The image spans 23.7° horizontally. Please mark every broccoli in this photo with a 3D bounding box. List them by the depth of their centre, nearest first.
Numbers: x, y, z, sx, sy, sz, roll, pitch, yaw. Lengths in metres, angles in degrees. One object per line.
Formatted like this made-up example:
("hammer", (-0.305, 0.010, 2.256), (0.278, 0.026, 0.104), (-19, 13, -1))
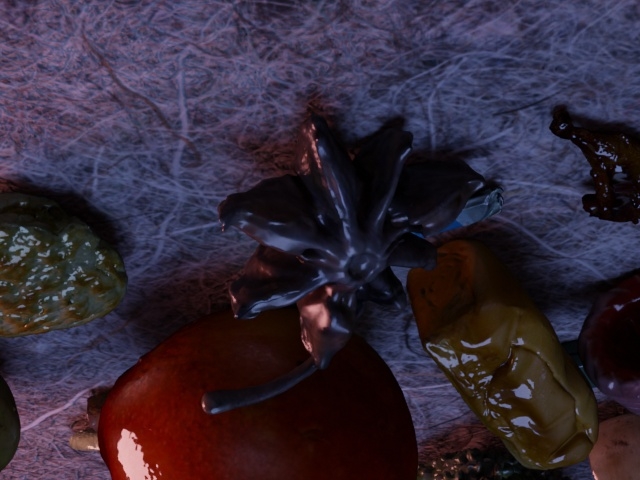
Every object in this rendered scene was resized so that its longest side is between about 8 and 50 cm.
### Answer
("broccoli", (0.282, 0.430, 2.258), (0.324, 0.272, 0.334), (-14, 168, -21))

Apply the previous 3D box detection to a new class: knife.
("knife", (0.075, -0.008, 1.704), (0.297, 0.026, 0.044), (-17, 144, 25))

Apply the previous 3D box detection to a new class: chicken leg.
("chicken leg", (0.306, -0.073, 1.596), (0.090, 0.048, 0.219), (-17, 147, 15))

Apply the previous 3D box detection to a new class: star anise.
("star anise", (0.000, 0.000, 1.580), (0.360, 0.139, 0.315), (-24, 124, -7))

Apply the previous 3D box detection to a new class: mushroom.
("mushroom", (0.498, 0.343, 2.171), (0.189, 0.195, 0.254), (-23, 147, 22))

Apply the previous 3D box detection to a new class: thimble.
("thimble", (0.413, 0.125, 1.828), (0.190, 0.163, 0.125), (-15, 149, 31))

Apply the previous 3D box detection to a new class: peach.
("peach", (-0.076, 0.259, 1.800), (0.388, 0.388, 0.388), (-3, 149, -2))

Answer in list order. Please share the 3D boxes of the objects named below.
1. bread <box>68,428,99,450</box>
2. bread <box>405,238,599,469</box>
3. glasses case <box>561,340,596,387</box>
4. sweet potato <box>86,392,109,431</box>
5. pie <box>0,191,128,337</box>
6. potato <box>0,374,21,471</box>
("bread", (-0.252, 0.267, 2.080), (0.193, 0.036, 0.112), (-3, 176, -2))
("bread", (0.217, 0.139, 1.768), (0.132, 0.167, 0.294), (-37, 126, 5))
("glasses case", (0.367, 0.158, 1.995), (0.184, 0.039, 0.078), (-14, 148, 16))
("sweet potato", (-0.166, 0.216, 2.012), (0.281, 0.059, 0.067), (-8, 161, 10))
("pie", (-0.317, 0.030, 1.662), (0.201, 0.090, 0.248), (-20, 147, 6))
("potato", (-0.490, 0.198, 1.841), (0.210, 0.173, 0.307), (-7, 147, 9))
